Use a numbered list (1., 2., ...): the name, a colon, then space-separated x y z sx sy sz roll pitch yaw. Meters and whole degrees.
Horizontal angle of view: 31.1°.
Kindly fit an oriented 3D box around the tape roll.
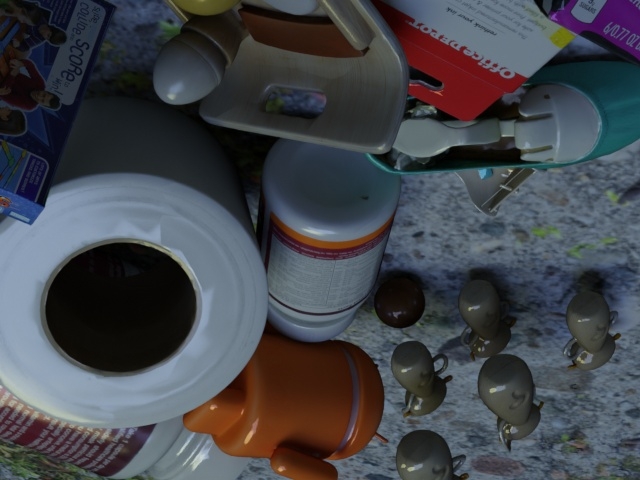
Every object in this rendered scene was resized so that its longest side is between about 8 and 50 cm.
1. tape roll: -0.175 0.017 1.000 0.246 0.169 0.246 -5 119 -9

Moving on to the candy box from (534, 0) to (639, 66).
1. candy box: 0.245 -0.199 0.639 0.159 0.071 0.233 22 116 -18

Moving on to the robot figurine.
1. robot figurine: -0.029 0.159 1.156 0.219 0.158 0.128 8 107 -29

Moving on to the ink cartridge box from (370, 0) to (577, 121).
1. ink cartridge box: 0.118 -0.187 0.779 0.134 0.078 0.231 24 145 -19

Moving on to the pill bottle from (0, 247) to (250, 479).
1. pill bottle: -0.258 0.121 1.230 0.392 0.224 0.224 27 144 -23

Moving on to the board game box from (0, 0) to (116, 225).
1. board game box: -0.246 -0.126 0.868 0.136 0.201 0.035 25 145 -20

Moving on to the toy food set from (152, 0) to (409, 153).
1. toy food set: -0.100 -0.176 0.760 0.220 0.092 0.306 16 157 48

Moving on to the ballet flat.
1. ballet flat: 0.142 -0.087 0.904 0.247 0.087 0.083 -4 110 23

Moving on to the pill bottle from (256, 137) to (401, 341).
1. pill bottle: 0.000 0.000 1.060 0.121 0.121 0.221 11 148 0

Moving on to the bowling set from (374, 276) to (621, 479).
1. bowling set: 0.154 0.122 1.199 0.287 0.200 0.154 -36 146 -6

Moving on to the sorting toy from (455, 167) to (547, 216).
1. sorting toy: 0.144 -0.070 0.989 0.075 0.045 0.083 27 144 -11
